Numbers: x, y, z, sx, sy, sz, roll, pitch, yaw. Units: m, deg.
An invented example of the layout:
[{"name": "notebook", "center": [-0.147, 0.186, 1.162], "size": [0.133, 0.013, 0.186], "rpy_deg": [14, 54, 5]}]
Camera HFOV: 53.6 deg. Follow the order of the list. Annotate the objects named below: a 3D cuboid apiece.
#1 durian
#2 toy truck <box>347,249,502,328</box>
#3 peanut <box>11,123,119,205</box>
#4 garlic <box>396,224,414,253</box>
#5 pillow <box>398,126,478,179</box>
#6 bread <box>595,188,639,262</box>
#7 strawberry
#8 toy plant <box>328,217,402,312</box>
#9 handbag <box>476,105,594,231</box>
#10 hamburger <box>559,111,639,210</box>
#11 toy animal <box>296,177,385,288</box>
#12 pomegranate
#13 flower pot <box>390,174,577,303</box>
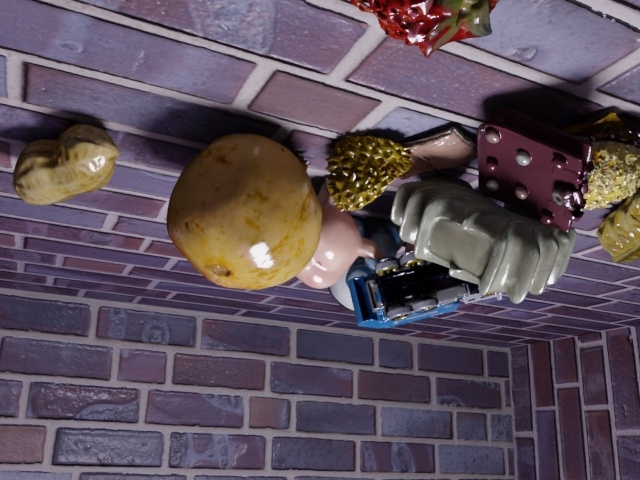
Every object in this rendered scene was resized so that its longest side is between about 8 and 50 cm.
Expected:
[{"name": "durian", "center": [0.086, -0.144, 1.322], "size": [0.132, 0.165, 0.182], "rpy_deg": [-12, -153, -41]}, {"name": "toy truck", "center": [0.254, 0.105, 1.499], "size": [0.367, 0.146, 0.175], "rpy_deg": [-14, 161, 5]}, {"name": "peanut", "center": [-0.533, -0.156, 1.326], "size": [0.305, 0.147, 0.147], "rpy_deg": [-10, 159, 30]}, {"name": "garlic", "center": [0.307, -0.020, 1.607], "size": [0.214, 0.160, 0.191], "rpy_deg": [5, 162, -10]}, {"name": "pillow", "center": [0.215, -0.177, 1.331], "size": [0.232, 0.043, 0.126], "rpy_deg": [-12, 152, 44]}, {"name": "bread", "center": [0.792, -0.040, 1.553], "size": [0.152, 0.130, 0.268], "rpy_deg": [5, 161, 4]}, {"name": "strawberry", "center": [0.110, -0.319, 0.726], "size": [0.201, 0.187, 0.184], "rpy_deg": [29, 141, 29]}, {"name": "toy plant", "center": [0.144, 0.058, 1.786], "size": [0.247, 0.247, 0.332], "rpy_deg": [4, 158, -5]}, {"name": "handbag", "center": [0.388, -0.126, 1.161], "size": [0.216, 0.074, 0.203], "rpy_deg": [34, 157, 33]}, {"name": "hamburger", "center": [0.532, -0.137, 1.258], "size": [0.261, 0.139, 0.243], "rpy_deg": [17, 156, -37]}, {"name": "toy animal", "center": [0.000, 0.000, 1.574], "size": [0.269, 0.237, 0.326], "rpy_deg": [-33, -176, 28]}, {"name": "pomegranate", "center": [-0.141, -0.064, 1.315], "size": [0.342, 0.343, 0.342], "rpy_deg": [2, 162, 1]}, {"name": "flower pot", "center": [0.322, -0.022, 1.316], "size": [0.367, 0.165, 0.254], "rpy_deg": [29, -148, 32]}]
